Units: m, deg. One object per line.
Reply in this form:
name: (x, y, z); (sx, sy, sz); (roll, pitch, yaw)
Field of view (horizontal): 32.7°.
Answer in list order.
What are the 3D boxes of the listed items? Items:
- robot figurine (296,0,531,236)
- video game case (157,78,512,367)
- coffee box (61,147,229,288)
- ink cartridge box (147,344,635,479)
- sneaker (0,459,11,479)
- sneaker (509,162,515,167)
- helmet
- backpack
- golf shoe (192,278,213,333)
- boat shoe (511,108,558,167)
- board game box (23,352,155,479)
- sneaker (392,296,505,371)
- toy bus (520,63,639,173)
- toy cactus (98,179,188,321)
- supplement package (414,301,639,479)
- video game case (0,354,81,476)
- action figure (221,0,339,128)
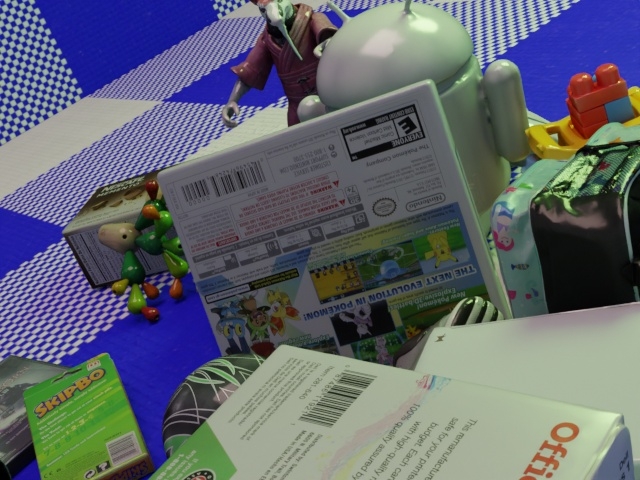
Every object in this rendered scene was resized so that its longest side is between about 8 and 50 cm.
robot figurine: (0.118, -0.145, 1.367); (0.300, 0.353, 0.200); (-9, 28, 27)
video game case: (0.016, 0.016, 1.207); (0.329, 0.300, 0.036); (-17, 7, 16)
coffee box: (-0.249, -0.039, 1.795); (0.297, 0.119, 0.168); (-14, 26, 22)
ink cartridge box: (0.039, 0.188, 0.709); (0.278, 0.117, 0.201); (7, 36, 37)
sneaker: (-0.445, 0.269, 1.324); (0.148, 0.131, 0.350); (-22, 36, 5)
sneaker: (0.175, -0.130, 1.602); (0.226, 0.086, 0.163); (-23, 32, -20)
helmet: (-0.078, 0.192, 1.089); (0.169, 0.161, 0.169); (-20, 24, 9)
backpack: (0.292, 0.003, 1.060); (0.191, 0.225, 0.253); (6, 33, 41)
golf shoe: (-0.113, 0.049, 1.508); (0.120, 0.105, 0.273); (-17, 24, -1)
boat shoe: (0.242, -0.172, 1.495); (0.258, 0.095, 0.084); (21, 64, 2)
board game box: (-0.291, 0.230, 1.342); (0.124, 0.039, 0.259); (-25, 31, -10)
sneaker: (0.100, 0.166, 1.105); (0.228, 0.086, 0.132); (-54, 10, -28)
toy bus: (0.308, -0.092, 1.260); (0.220, 0.211, 0.149); (-23, 25, 6)
toy cactus: (-0.274, 0.005, 1.649); (0.180, 0.219, 0.112); (9, 0, 39)
supplement package: (0.206, 0.169, 0.888); (0.262, 0.145, 0.204); (-11, 27, 30)
video game case: (-0.432, 0.238, 1.509); (0.274, 0.026, 0.196); (3, 35, 46)
action figure: (0.002, -0.254, 1.692); (0.248, 0.370, 0.275); (-7, 28, 34)
